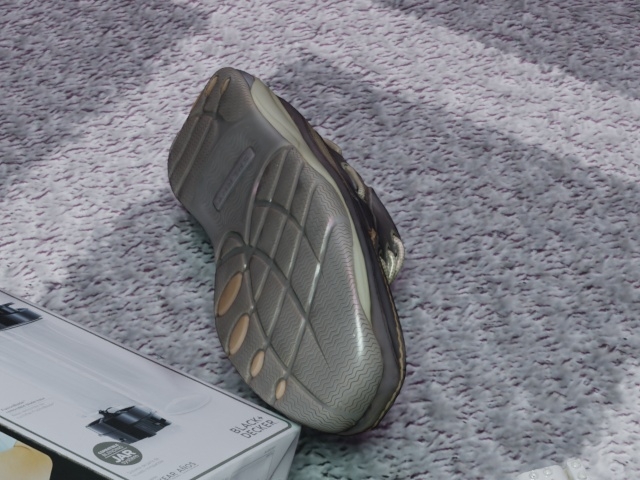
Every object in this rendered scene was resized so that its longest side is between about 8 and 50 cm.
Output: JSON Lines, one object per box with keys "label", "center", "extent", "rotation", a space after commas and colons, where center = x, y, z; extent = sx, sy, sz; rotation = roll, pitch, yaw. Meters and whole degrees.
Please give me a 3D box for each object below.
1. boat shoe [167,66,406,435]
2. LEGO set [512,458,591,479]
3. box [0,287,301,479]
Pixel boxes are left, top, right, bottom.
{"label": "boat shoe", "center": [0.000, 0.000, 1.024], "extent": [0.130, 0.132, 0.355], "rotation": [21, 28, -31]}
{"label": "LEGO set", "center": [0.073, 0.186, 0.873], "extent": [0.227, 0.093, 0.087], "rotation": [-12, 45, -11]}
{"label": "box", "center": [-0.180, 0.115, 0.909], "extent": [0.290, 0.087, 0.169], "rotation": [22, 17, 21]}
